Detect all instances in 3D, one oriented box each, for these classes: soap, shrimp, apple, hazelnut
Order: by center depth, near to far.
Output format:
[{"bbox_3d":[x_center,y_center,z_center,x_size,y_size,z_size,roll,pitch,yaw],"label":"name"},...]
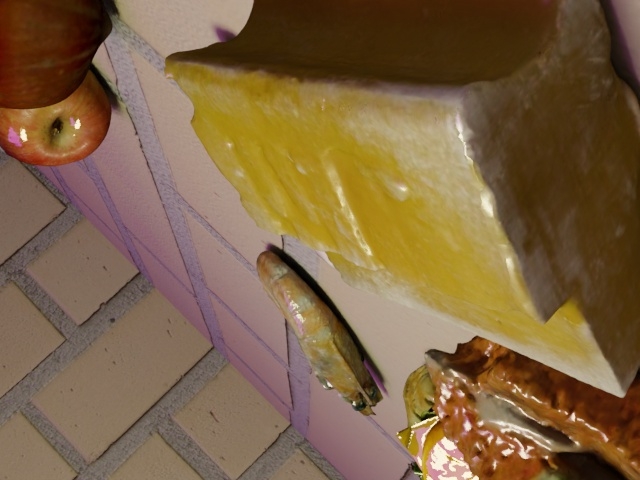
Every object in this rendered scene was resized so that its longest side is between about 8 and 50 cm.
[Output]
[{"bbox_3d":[0.068,-0.043,0.574,0.281,0.143,0.259,17,149,52],"label":"soap"},{"bbox_3d":[-0.346,-0.260,1.014,0.229,0.229,0.229,42,164,15],"label":"hazelnut"},{"bbox_3d":[-0.003,0.141,1.335,0.317,0.077,0.168,59,171,-25],"label":"shrimp"},{"bbox_3d":[-0.413,-0.207,1.358,0.199,0.199,0.199,42,164,15],"label":"apple"}]

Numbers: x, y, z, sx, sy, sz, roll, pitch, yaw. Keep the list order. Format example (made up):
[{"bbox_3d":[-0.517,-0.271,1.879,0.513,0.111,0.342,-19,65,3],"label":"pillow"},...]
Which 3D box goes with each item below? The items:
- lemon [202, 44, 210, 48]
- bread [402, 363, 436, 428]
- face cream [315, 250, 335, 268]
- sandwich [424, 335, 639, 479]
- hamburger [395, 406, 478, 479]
[{"bbox_3d":[-0.085,-0.144,0.841,0.092,0.065,0.065,46,165,12],"label":"lemon"},{"bbox_3d":[0.149,0.221,1.104,0.128,0.088,0.232,50,171,18],"label":"bread"},{"bbox_3d":[0.000,0.000,1.054,0.038,0.020,0.115,38,165,27],"label":"face cream"},{"bbox_3d":[0.201,0.180,0.714,0.301,0.162,0.250,35,157,28],"label":"sandwich"},{"bbox_3d":[0.179,0.225,0.931,0.189,0.093,0.164,-17,97,35],"label":"hamburger"}]
